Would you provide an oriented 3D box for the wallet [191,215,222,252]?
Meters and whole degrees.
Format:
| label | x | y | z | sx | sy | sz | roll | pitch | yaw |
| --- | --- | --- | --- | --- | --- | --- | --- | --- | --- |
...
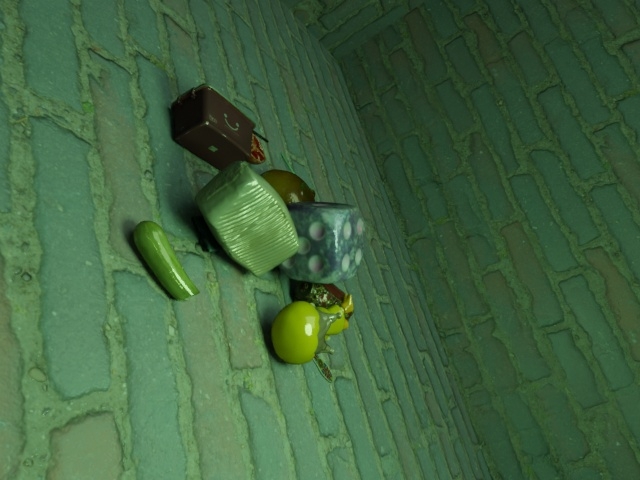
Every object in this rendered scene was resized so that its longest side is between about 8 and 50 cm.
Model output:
| label | x | y | z | sx | sy | sz | roll | pitch | yaw |
| --- | --- | --- | --- | --- | --- | --- | --- | --- | --- |
| wallet | -0.366 | -0.019 | 1.492 | 0.129 | 0.026 | 0.088 | 64 | 17 | 5 |

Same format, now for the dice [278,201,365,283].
| label | x | y | z | sx | sy | sz | roll | pitch | yaw |
| --- | --- | --- | --- | --- | --- | --- | --- | --- | --- |
| dice | 0.000 | 0.000 | 1.728 | 0.270 | 0.269 | 0.272 | -17 | 112 | -61 |

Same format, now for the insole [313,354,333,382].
| label | x | y | z | sx | sy | sz | roll | pitch | yaw |
| --- | --- | --- | --- | --- | --- | --- | --- | --- | --- |
| insole | -0.002 | 0.468 | 1.768 | 0.194 | 0.006 | 0.065 | 57 | 24 | -15 |

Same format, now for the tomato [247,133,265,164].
| label | x | y | z | sx | sy | sz | roll | pitch | yaw |
| --- | --- | --- | --- | --- | --- | --- | --- | --- | --- |
| tomato | -0.299 | -0.377 | 1.930 | 0.156 | 0.069 | 0.156 | 50 | 25 | -33 |

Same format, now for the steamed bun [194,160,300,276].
| label | x | y | z | sx | sy | sz | roll | pitch | yaw |
| --- | --- | --- | --- | --- | --- | --- | --- | --- | --- |
| steamed bun | -0.240 | -0.082 | 1.511 | 0.236 | 0.247 | 0.384 | 50 | -4 | 45 |

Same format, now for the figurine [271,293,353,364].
| label | x | y | z | sx | sy | sz | roll | pitch | yaw |
| --- | --- | --- | --- | --- | --- | --- | --- | --- | --- |
| figurine | -0.019 | 0.294 | 1.608 | 0.343 | 0.187 | 0.215 | -16 | 111 | -45 |

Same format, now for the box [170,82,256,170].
| label | x | y | z | sx | sy | sz | roll | pitch | yaw |
| --- | --- | --- | --- | --- | --- | --- | --- | --- | --- |
| box | -0.379 | -0.389 | 1.653 | 0.294 | 0.193 | 0.168 | 32 | 47 | -51 |

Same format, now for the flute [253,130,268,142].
| label | x | y | z | sx | sy | sz | roll | pitch | yaw |
| --- | --- | --- | --- | --- | --- | --- | --- | --- | --- |
| flute | -0.319 | -0.501 | 2.083 | 0.269 | 0.014 | 0.014 | 26 | 44 | -55 |

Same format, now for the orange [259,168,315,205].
| label | x | y | z | sx | sy | sz | roll | pitch | yaw |
| --- | --- | --- | --- | --- | --- | --- | --- | --- | --- |
| orange | -0.132 | -0.148 | 1.946 | 0.262 | 0.196 | 0.335 | -27 | 98 | -53 |

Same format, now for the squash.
| label | x | y | z | sx | sy | sz | roll | pitch | yaw |
| --- | --- | --- | --- | --- | --- | --- | --- | --- | --- |
| squash | -0.417 | 0.059 | 1.248 | 0.250 | 0.083 | 0.083 | 61 | 24 | -12 |

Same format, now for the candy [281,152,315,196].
| label | x | y | z | sx | sy | sz | roll | pitch | yaw |
| --- | --- | --- | --- | --- | --- | --- | --- | --- | --- |
| candy | -0.116 | -0.308 | 2.244 | 0.078 | 0.084 | 0.288 | -9 | 67 | -61 |

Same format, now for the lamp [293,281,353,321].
| label | x | y | z | sx | sy | sz | roll | pitch | yaw |
| --- | --- | --- | --- | --- | --- | --- | --- | --- | --- |
| lamp | 0.012 | 0.247 | 1.833 | 0.274 | 0.177 | 0.177 | 44 | 31 | -41 |
